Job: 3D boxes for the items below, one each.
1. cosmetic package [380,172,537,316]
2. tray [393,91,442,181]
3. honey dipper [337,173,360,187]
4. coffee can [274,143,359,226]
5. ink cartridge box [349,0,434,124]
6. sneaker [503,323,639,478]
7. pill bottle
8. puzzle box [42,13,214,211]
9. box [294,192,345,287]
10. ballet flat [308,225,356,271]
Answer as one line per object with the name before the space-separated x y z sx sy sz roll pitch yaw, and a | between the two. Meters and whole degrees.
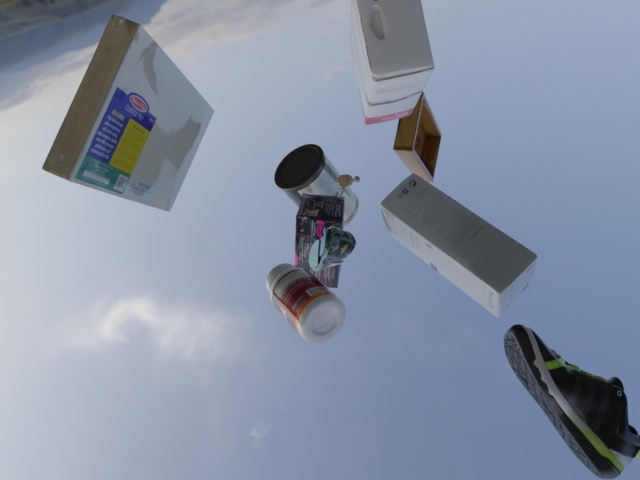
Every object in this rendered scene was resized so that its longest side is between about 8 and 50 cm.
cosmetic package | 0.210 0.006 0.726 0.085 0.117 0.231 -44 -122 -6
tray | 0.365 -0.366 1.708 0.076 0.411 0.202 10 -94 23
honey dipper | 0.071 -0.145 1.106 0.031 0.030 0.161 -9 -173 16
coffee can | -0.009 -0.185 1.689 0.202 0.275 0.201 -20 -133 23
ink cartridge box | 0.103 -0.294 0.730 0.092 0.158 0.218 -11 178 4
sneaker | 0.334 0.193 0.604 0.097 0.234 0.084 -35 -177 -1
pill bottle | -0.031 0.098 0.774 0.086 0.086 0.152 -34 -144 -15
puzzle box | -0.339 -0.210 0.906 0.052 0.409 0.271 24 -92 5
box | 0.000 0.000 1.427 0.142 0.247 0.163 6 -149 2
ballet flat | 0.022 0.022 0.853 0.070 0.070 0.188 -33 177 -14
